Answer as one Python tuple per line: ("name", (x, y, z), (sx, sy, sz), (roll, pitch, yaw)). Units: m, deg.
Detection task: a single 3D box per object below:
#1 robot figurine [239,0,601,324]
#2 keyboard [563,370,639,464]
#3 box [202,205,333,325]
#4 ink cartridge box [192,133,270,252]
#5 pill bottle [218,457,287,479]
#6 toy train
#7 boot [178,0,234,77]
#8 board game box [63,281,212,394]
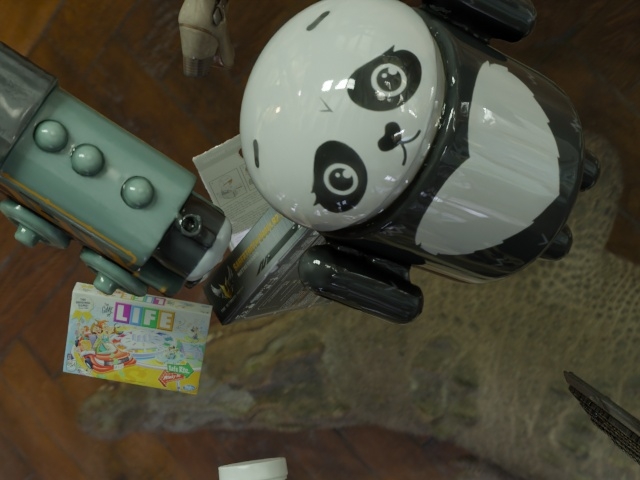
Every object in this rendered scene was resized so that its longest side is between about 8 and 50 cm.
("robot figurine", (0.076, -0.065, 0.823), (0.173, 0.278, 0.209), (-29, 53, 41))
("keyboard", (0.388, 0.257, 1.360), (0.033, 0.317, 0.201), (-44, 97, 1))
("box", (0.000, 0.000, 1.292), (0.231, 0.183, 0.056), (-47, 64, 40))
("ink cartridge box", (-0.050, -0.069, 1.428), (0.056, 0.181, 0.225), (52, 168, 49))
("pill bottle", (-0.074, 0.427, 1.536), (0.146, 0.146, 0.264), (-11, 82, 31))
("toy train", (-0.231, -0.062, 1.058), (0.334, 0.142, 0.190), (35, 166, -11))
("boot", (-0.087, -0.182, 0.932), (0.042, 0.118, 0.087), (11, 111, 2))
("board game box", (-0.205, 0.111, 1.299), (0.154, 0.026, 0.104), (10, 112, -3))
